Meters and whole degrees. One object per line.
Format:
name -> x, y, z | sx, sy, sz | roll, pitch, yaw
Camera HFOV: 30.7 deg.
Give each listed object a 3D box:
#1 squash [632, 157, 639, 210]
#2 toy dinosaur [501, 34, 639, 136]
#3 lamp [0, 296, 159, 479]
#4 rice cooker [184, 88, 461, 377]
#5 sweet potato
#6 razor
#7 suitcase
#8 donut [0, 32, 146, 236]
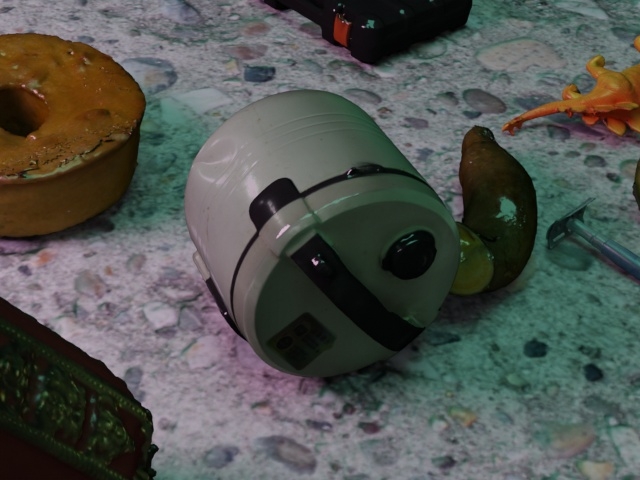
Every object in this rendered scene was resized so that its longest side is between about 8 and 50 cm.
squash -> 0.430, -0.080, 1.254 | 0.123, 0.123, 0.186 | 32, 43, 31
toy dinosaur -> 0.358, -0.169, 1.397 | 0.288, 0.070, 0.117 | -24, 47, -22
lamp -> -0.242, 0.134, 0.834 | 0.177, 0.274, 0.177 | -19, 51, 26
rice cooker -> 0.000, 0.000, 1.060 | 0.226, 0.226, 0.244 | -16, 41, -21
sweet potato -> 0.171, -0.037, 1.197 | 0.112, 0.085, 0.286 | 28, 40, -10
razor -> 0.305, 0.013, 1.195 | 0.068, 0.040, 0.135 | -31, 55, -33
suitcase -> 0.044, -0.348, 1.594 | 0.206, 0.066, 0.285 | -27, 48, -32
donut -> -0.320, -0.109, 1.248 | 0.277, 0.108, 0.277 | 2, 40, -2
